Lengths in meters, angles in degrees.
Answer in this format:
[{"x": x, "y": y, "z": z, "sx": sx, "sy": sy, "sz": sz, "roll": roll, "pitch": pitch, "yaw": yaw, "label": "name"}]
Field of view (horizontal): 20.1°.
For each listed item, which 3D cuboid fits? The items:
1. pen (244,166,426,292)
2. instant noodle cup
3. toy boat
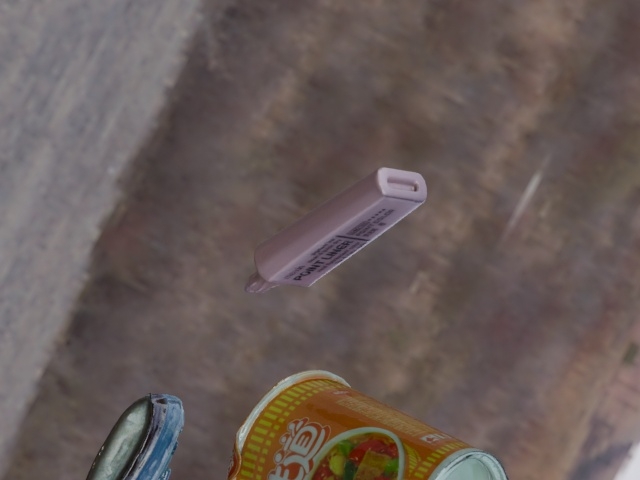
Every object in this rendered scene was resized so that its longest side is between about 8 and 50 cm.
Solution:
[{"x": 0.000, "y": 0.000, "z": 1.255, "sx": 0.197, "sy": 0.053, "sz": 0.032, "roll": -35, "pitch": -124, "yaw": 50, "label": "pen"}, {"x": 0.045, "y": 0.201, "z": 1.446, "sx": 0.168, "sy": 0.185, "sz": 0.168, "roll": -13, "pitch": 108, "yaw": -45, "label": "instant noodle cup"}, {"x": -0.152, "y": 0.187, "z": 1.494, "sx": 0.061, "sy": 0.060, "sz": 0.137, "roll": 49, "pitch": 57, "yaw": -49, "label": "toy boat"}]
